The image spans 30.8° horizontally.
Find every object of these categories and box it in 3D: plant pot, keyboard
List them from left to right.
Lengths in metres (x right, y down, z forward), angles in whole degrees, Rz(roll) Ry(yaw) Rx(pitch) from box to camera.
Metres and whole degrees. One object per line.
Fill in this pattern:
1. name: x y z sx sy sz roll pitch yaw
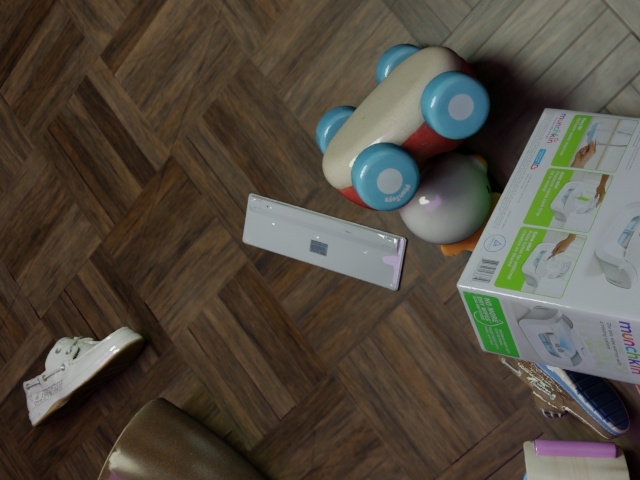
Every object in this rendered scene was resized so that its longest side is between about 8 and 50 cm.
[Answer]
1. plant pot: -0.169 0.364 1.628 0.230 0.215 0.215 22 109 15
2. keyboard: 0.000 0.000 1.565 0.256 0.014 0.072 17 111 31

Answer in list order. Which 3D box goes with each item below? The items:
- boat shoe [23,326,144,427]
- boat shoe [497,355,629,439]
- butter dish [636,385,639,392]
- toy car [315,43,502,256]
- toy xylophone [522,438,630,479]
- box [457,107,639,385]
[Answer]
1. boat shoe: -0.380 0.192 1.792 0.277 0.098 0.096 -37 77 33
2. boat shoe: 0.284 0.173 1.370 0.183 0.066 0.066 48 124 31
3. butter dish: 0.403 0.152 1.250 0.118 0.160 0.160 -26 81 10
4. toy car: 0.144 -0.086 1.381 0.210 0.219 0.238 -46 113 4
5. toy xylophone: 0.316 0.394 1.340 0.236 0.081 0.322 10 100 3
6. box: 0.304 0.000 1.203 0.231 0.262 0.127 10 145 31
